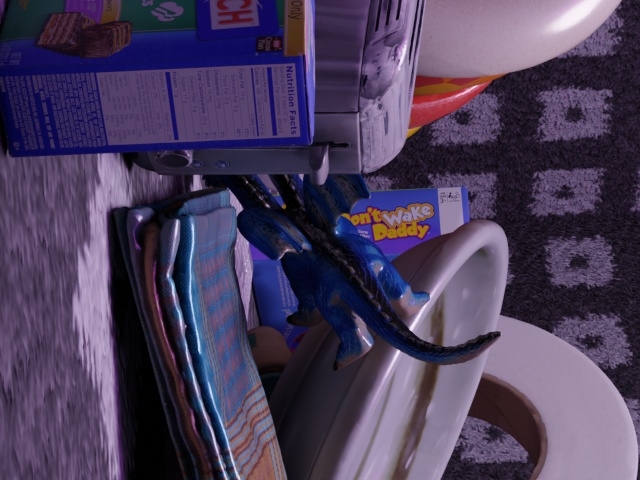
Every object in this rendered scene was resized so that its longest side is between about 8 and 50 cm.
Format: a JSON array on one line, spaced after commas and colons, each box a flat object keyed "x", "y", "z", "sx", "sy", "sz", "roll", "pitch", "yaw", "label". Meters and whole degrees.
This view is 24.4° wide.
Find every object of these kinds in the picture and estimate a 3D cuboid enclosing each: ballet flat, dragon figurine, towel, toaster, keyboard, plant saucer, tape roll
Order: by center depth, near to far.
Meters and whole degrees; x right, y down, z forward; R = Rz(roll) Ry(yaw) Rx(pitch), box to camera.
[{"x": -0.018, "y": -0.136, "z": 0.784, "sx": 0.129, "sy": 0.146, "sz": 0.227, "roll": 86, "pitch": 12, "yaw": -64, "label": "toaster"}, {"x": -0.037, "y": 0.151, "z": 0.855, "sx": 0.271, "sy": 0.040, "sz": 0.370, "roll": -69, "pitch": 145, "yaw": -86, "label": "towel"}, {"x": 0.000, "y": 0.000, "z": 0.986, "sx": 0.144, "sy": 0.085, "sz": 0.289, "roll": 59, "pitch": -9, "yaw": -27, "label": "dragon figurine"}, {"x": 0.027, "y": 0.157, "z": 1.183, "sx": 0.400, "sy": 0.100, "sz": 0.400, "roll": -57, "pitch": 161, "yaw": -33, "label": "plant saucer"}, {"x": -0.077, "y": -0.008, "z": 1.317, "sx": 0.256, "sy": 0.014, "sz": 0.072, "roll": 84, "pitch": 4, "yaw": -60, "label": "keyboard"}, {"x": -0.041, "y": 0.179, "z": 1.319, "sx": 0.086, "sy": 0.086, "sz": 0.248, "roll": -90, "pitch": 176, "yaw": -54, "label": "ballet flat"}, {"x": 0.125, "y": 0.223, "z": 1.495, "sx": 0.392, "sy": 0.391, "sz": 0.072, "roll": -90, "pitch": 178, "yaw": -50, "label": "tape roll"}]

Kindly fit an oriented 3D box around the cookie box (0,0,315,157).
[{"x": -0.056, "y": -0.074, "z": 0.534, "sx": 0.092, "sy": 0.107, "sz": 0.040, "roll": -91, "pitch": 178, "yaw": -50, "label": "cookie box"}]

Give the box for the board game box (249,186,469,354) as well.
[{"x": 0.047, "y": 0.060, "z": 1.684, "sx": 0.347, "sy": 0.233, "sz": 0.078, "roll": 85, "pitch": 3, "yaw": -63, "label": "board game box"}]

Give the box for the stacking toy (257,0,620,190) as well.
[{"x": 0.026, "y": -0.181, "z": 1.226, "sx": 0.480, "sy": 0.350, "sz": 0.351, "roll": 116, "pitch": -24, "yaw": -61, "label": "stacking toy"}]
